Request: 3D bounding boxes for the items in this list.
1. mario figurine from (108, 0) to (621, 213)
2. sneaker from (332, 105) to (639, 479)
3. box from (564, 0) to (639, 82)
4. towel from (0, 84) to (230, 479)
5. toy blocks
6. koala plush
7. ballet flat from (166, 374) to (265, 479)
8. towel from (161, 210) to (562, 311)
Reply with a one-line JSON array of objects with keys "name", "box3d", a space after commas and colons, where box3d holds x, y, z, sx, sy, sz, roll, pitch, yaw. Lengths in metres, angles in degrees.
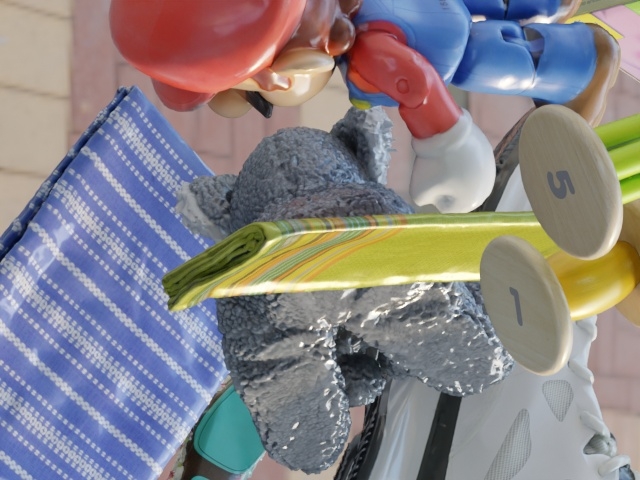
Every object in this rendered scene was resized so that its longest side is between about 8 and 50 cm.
[{"name": "mario figurine", "box3d": [0.015, -0.117, 1.146, 0.320, 0.198, 0.170, 3, 101, -28]}, {"name": "sneaker", "box3d": [0.173, 0.130, 1.371, 0.169, 0.257, 0.447, 127, -13, -73]}, {"name": "box", "box3d": [0.312, -0.252, 1.492, 0.213, 0.117, 0.243, 27, 67, -38]}, {"name": "towel", "box3d": [-0.168, 0.078, 1.412, 0.243, 0.040, 0.336, 48, 66, -33]}, {"name": "toy blocks", "box3d": [0.138, -0.020, 0.645, 0.148, 0.054, 0.123, -20, 148, -23]}, {"name": "koala plush", "box3d": [0.000, 0.000, 1.248, 0.203, 0.196, 0.221, 57, 11, -43]}, {"name": "ballet flat", "box3d": [-0.110, 0.210, 1.655, 0.091, 0.077, 0.241, 40, 67, -28]}, {"name": "towel", "box3d": [0.041, 0.008, 0.958, 0.237, 0.102, 0.021, -3, 75, -35]}]
